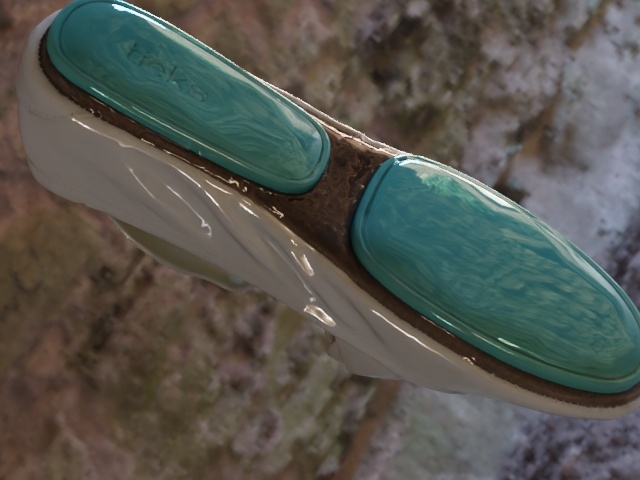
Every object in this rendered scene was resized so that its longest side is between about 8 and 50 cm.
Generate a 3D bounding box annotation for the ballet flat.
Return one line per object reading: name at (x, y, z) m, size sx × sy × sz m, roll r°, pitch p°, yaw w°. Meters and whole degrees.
ballet flat at (0.000, 0.000, 0.764) m, size 0.139 × 0.400 × 0.139 m, roll -60°, pitch 0°, yaw 1°
